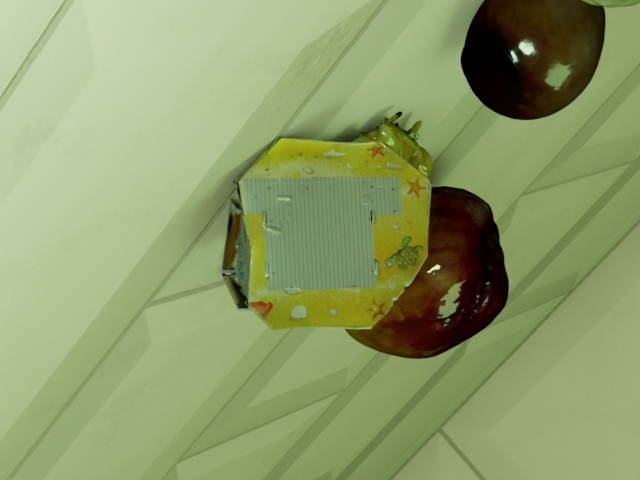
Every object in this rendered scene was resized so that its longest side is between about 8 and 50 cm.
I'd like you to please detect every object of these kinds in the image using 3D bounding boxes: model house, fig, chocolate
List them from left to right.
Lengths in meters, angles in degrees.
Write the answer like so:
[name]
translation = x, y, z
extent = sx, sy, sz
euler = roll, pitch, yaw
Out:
[model house]
translation = 0.000, 0.000, 1.826
extent = 0.219, 0.207, 0.136
euler = -3, 173, -19
[fig]
translation = 0.140, 0.049, 2.249
extent = 0.263, 0.224, 0.224
euler = -50, 163, 19
[chocolate]
translation = 0.246, -0.220, 1.864
extent = 0.177, 0.177, 0.177
euler = -38, 164, -13

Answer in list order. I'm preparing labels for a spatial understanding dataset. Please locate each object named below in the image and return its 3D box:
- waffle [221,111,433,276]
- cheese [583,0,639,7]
[waffle]
translation = 0.019, -0.032, 2.005
extent = 0.329, 0.062, 0.329
euler = -37, 163, -14
[cheese]
translation = 0.308, -0.361, 1.539
extent = 0.318, 0.115, 0.326
euler = -62, 162, 17
